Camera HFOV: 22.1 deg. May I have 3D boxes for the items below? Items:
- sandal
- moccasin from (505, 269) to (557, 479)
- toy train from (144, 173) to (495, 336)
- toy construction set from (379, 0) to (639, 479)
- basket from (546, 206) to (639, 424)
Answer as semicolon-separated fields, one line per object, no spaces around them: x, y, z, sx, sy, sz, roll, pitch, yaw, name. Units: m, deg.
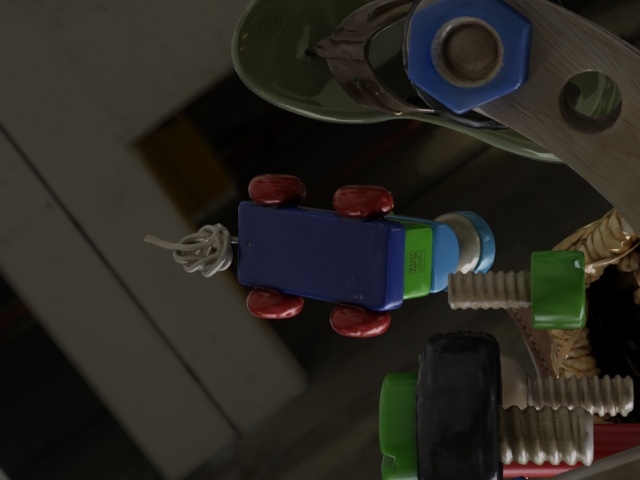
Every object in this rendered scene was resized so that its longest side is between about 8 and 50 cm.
0.074;-0.137;1.194;0.303;0.120;0.086;13;178;21;sandal
0.243;0.207;1.448;0.147;0.380;0.139;-27;176;19;moccasin
0.000;0.000;1.245;0.248;0.105;0.143;9;-169;44;toy train
0.154;0.040;0.585;0.237;0.257;0.309;-1;166;8;toy construction set
0.246;0.090;0.802;0.213;0.299;0.223;-34;178;0;basket
